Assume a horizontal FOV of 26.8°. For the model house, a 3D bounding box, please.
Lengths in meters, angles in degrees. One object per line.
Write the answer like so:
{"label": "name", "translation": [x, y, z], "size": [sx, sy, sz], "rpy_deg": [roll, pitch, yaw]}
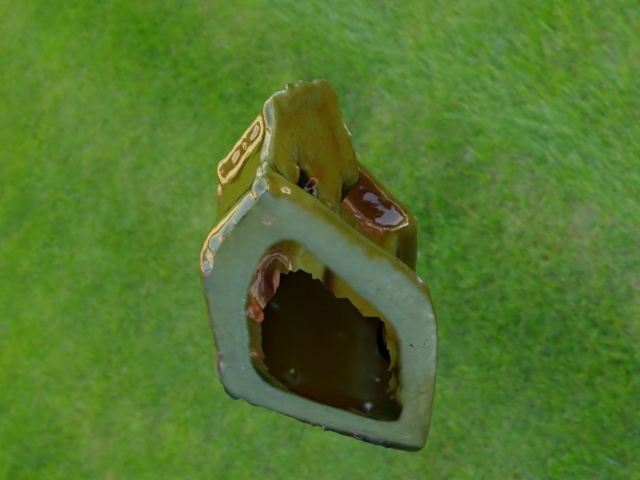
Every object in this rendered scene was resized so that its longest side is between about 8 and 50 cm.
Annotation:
{"label": "model house", "translation": [0.005, -0.007, 1.037], "size": [0.174, 0.268, 0.239], "rpy_deg": [3, 42, 2]}
